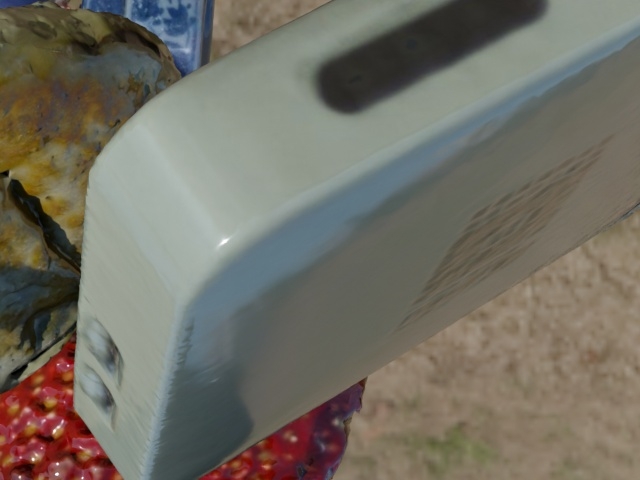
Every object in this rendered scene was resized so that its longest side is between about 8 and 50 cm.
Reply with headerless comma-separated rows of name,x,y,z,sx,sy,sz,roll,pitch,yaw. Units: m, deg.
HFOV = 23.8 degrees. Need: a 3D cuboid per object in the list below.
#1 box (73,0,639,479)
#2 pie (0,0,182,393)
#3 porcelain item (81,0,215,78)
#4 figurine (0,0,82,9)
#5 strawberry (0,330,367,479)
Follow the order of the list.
box,0.058,-0.033,0.704,0.367,0.090,0.373,-28,166,-20
pie,-0.225,-0.016,1.050,0.339,0.077,0.339,-37,151,-25
porcelain item,-0.156,-0.188,1.363,0.114,0.147,0.147,5,154,-2
figurine,-0.264,-0.231,1.451,0.111,0.102,0.195,-12,114,51
strawberry,-0.146,0.148,1.289,0.343,0.292,0.292,-45,135,20
